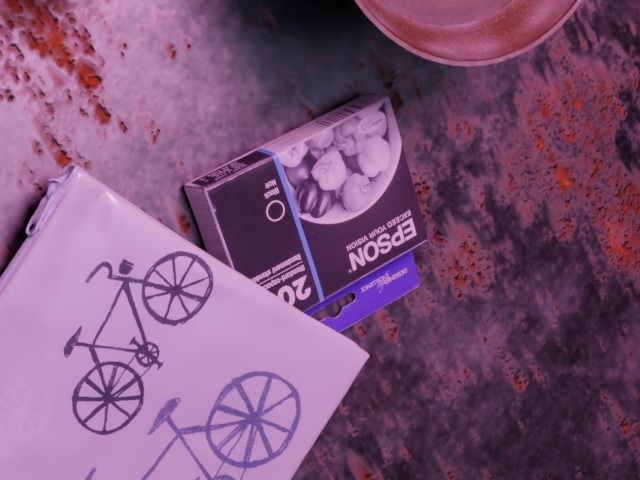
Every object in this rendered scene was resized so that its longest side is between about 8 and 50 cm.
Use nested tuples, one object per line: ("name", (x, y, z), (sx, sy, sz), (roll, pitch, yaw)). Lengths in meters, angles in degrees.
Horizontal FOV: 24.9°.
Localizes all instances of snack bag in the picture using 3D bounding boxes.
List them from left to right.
("snack bag", (-0.168, 0.152, 1.228), (0.342, 0.037, 0.323), (34, 88, -26))

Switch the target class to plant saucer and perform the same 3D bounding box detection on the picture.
("plant saucer", (0.118, -0.299, 1.180), (0.310, 0.050, 0.311), (-7, 104, -31))

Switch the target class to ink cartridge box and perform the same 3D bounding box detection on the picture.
("ink cartridge box", (0.000, 0.000, 1.323), (0.206, 0.045, 0.208), (-29, 116, -25))
